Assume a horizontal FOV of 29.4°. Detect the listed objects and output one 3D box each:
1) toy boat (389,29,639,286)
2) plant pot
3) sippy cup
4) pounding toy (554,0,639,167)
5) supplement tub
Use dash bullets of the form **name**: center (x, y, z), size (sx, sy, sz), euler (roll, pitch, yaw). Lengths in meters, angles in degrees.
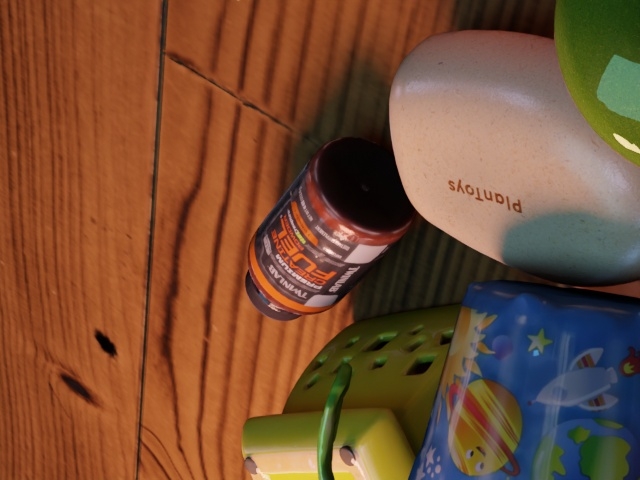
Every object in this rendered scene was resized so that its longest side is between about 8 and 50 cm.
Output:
- **toy boat**: center (0.165, -0.119, 0.848), size (0.267, 0.148, 0.318), euler (26, 139, 39)
- **plant pot**: center (0.078, 0.203, 1.079), size (0.227, 0.207, 0.228), euler (-13, 104, 50)
- **sippy cup**: center (0.170, 0.146, 0.856), size (0.240, 0.305, 0.224), euler (9, 92, 61)
- **pounding toy**: center (0.255, -0.111, 0.692), size (0.237, 0.183, 0.110), euler (46, 166, 1)
- **supplement tub**: center (0.000, 0.000, 1.104), size (0.106, 0.106, 0.198), euler (50, 140, 9)
